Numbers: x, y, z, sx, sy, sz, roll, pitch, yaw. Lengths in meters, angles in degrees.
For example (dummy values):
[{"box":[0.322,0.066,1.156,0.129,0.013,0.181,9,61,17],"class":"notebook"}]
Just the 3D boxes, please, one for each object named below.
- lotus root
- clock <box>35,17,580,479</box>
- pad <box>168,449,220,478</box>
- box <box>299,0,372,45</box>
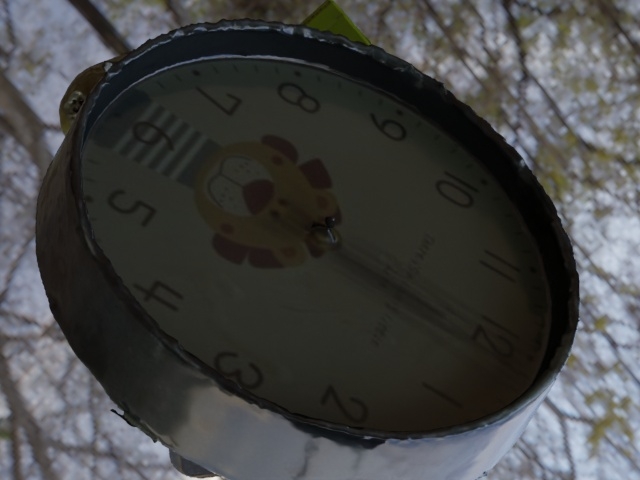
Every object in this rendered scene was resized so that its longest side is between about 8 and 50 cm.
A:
[{"box":[-0.139,-0.113,1.130,0.090,0.077,0.183,-1,-164,21],"class":"lotus root"},{"box":[-0.001,0.000,0.777,0.313,0.312,0.061,-69,-174,-46],"class":"clock"},{"box":[-0.006,0.163,1.670,0.375,0.315,0.063,-6,-154,-3],"class":"pad"},{"box":[0.046,-0.101,1.617,0.187,0.335,0.047,-41,163,7],"class":"box"}]
